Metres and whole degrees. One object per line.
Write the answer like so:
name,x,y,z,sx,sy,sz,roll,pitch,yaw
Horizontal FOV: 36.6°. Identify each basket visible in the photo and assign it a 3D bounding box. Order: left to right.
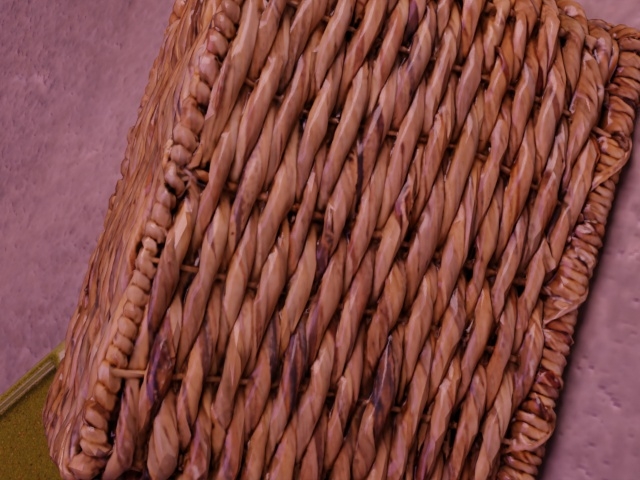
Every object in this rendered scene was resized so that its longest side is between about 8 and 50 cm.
basket,0.000,0.000,0.529,0.213,0.223,0.299,177,110,-71

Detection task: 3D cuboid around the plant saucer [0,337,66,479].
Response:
plant saucer,-0.186,0.165,0.644,0.188,0.045,0.188,-40,56,21
